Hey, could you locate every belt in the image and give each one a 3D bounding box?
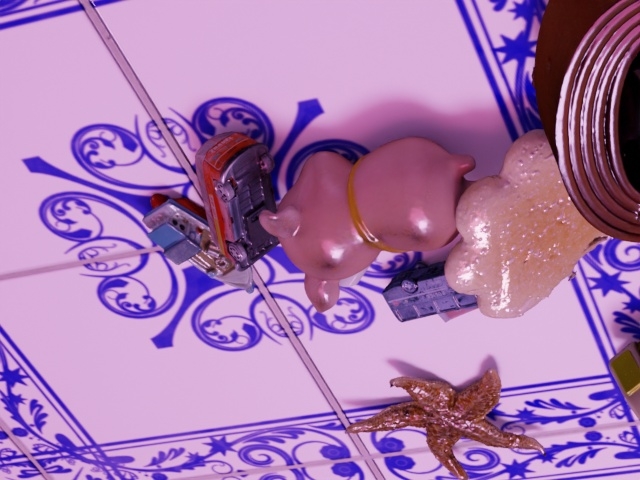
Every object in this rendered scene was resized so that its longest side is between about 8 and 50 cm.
[{"bbox_3d":[0.332,-0.151,1.667,0.217,0.122,0.338,-10,131,-1],"label":"belt"}]

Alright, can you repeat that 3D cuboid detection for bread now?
[{"bbox_3d":[0.243,-0.027,1.820,0.251,0.039,0.182,-43,127,3],"label":"bread"}]

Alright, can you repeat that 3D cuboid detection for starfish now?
[{"bbox_3d":[0.177,0.242,2.220,0.277,0.062,0.236,10,138,1],"label":"starfish"}]

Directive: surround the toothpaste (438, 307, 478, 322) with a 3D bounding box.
[{"bbox_3d":[0.209,0.051,2.012,0.194,0.043,0.067,-24,122,37],"label":"toothpaste"}]

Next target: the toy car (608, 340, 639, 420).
[{"bbox_3d":[0.501,0.189,2.036,0.198,0.204,0.248,-41,121,15],"label":"toy car"}]

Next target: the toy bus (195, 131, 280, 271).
[{"bbox_3d":[-0.096,-0.052,1.902,0.077,0.079,0.174,36,151,35],"label":"toy bus"}]

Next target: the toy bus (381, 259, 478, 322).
[{"bbox_3d":[0.154,0.055,1.993,0.166,0.047,0.065,-15,113,38],"label":"toy bus"}]

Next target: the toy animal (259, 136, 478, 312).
[{"bbox_3d":[0.069,-0.037,1.860,0.248,0.149,0.165,-23,116,16],"label":"toy animal"}]

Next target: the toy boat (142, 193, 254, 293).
[{"bbox_3d":[-0.144,0.009,2.001,0.069,0.059,0.173,-29,127,35],"label":"toy boat"}]

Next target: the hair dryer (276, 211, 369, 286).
[{"bbox_3d":[0.000,0.000,1.984,0.137,0.047,0.082,23,138,-9],"label":"hair dryer"}]
